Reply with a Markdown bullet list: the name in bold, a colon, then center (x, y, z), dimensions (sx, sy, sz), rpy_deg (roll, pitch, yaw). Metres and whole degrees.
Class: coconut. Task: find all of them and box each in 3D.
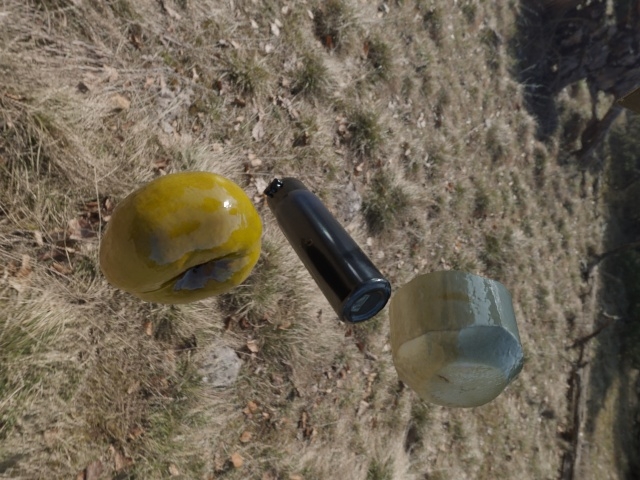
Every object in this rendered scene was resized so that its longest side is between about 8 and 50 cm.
- **coconut**: center (0.214, 0.141, 0.661), dimensions (0.202, 0.202, 0.221), rpy_deg (38, 34, -21)

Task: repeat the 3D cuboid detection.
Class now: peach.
- **peach**: center (-0.150, 0.004, 0.457), dimensions (0.179, 0.179, 0.103), rpy_deg (-14, 57, -31)

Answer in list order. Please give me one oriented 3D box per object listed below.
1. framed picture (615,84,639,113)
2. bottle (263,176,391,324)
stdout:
- **framed picture**: center (0.641, -0.175, 0.569), dimensions (0.324, 0.244, 0.013), rpy_deg (27, 91, 8)
- **bottle**: center (0.000, 0.000, 0.543), dimensions (0.072, 0.244, 0.082), rpy_deg (-48, 140, 13)
